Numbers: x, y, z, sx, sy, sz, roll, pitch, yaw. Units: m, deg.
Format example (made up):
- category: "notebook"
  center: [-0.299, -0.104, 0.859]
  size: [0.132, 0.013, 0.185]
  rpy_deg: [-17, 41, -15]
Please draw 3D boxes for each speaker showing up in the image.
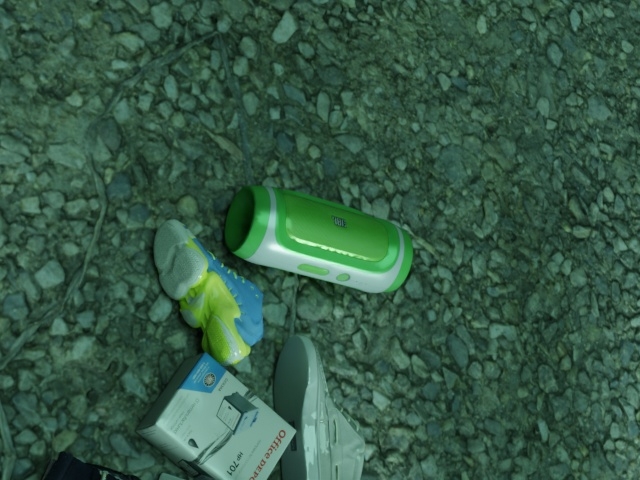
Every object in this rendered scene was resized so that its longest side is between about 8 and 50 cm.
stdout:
- category: "speaker"
  center: [0.000, 0.000, 1.780]
  size: [0.296, 0.131, 0.131]
  rpy_deg: [15, 68, -28]

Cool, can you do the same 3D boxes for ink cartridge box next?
- category: "ink cartridge box"
  center: [-0.152, 0.280, 1.624]
  size: [0.190, 0.082, 0.140]
  rpy_deg: [42, 58, -13]

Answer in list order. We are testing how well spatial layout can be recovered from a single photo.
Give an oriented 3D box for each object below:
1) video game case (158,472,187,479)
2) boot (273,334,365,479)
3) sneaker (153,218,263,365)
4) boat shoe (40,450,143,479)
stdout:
- category: "video game case"
  center: [-0.179, 0.416, 1.548]
  size: [0.157, 0.019, 0.143]
  rpy_deg: [15, 62, 13]
- category: "boot"
  center: [0.003, 0.278, 1.727]
  size: [0.123, 0.095, 0.258]
  rpy_deg: [4, 81, -38]
- category: "sneaker"
  center: [-0.164, 0.072, 1.692]
  size: [0.126, 0.091, 0.240]
  rpy_deg: [-21, 87, -53]
- category: "boat shoe"
  center: [-0.352, 0.441, 1.435]
  size: [0.158, 0.127, 0.341]
  rpy_deg: [31, 53, -13]
